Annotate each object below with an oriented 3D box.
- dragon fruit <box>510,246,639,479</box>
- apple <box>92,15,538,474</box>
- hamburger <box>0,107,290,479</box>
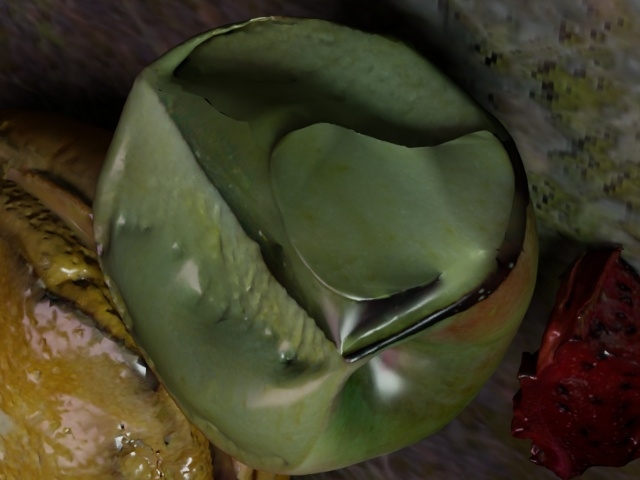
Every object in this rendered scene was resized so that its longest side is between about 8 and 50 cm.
[{"bbox_3d":[0.122,0.077,0.962,0.097,0.063,0.131,48,139,7],"label":"dragon fruit"},{"bbox_3d":[0.000,0.000,0.937,0.207,0.174,0.188,-49,59,20],"label":"apple"},{"bbox_3d":[-0.150,0.067,1.133,0.314,0.170,0.290,18,131,33],"label":"hamburger"}]
